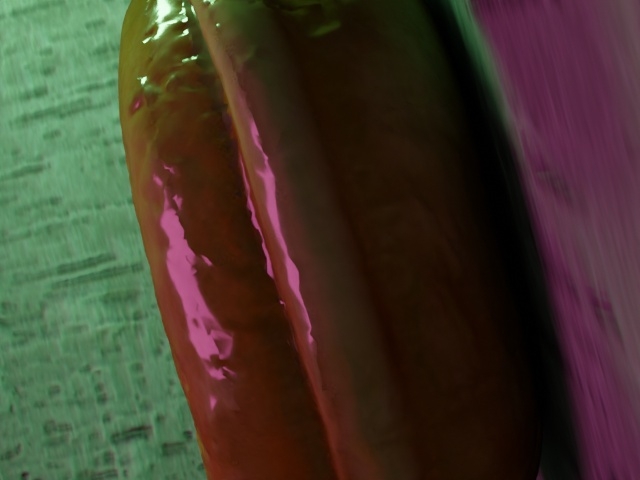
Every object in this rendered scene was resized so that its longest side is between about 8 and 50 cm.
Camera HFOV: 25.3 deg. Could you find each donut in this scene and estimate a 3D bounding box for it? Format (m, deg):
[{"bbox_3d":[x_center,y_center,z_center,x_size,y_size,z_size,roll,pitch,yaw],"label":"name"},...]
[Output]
[{"bbox_3d":[0.000,0.000,0.866,0.449,0.198,0.449,164,90,-90],"label":"donut"}]
